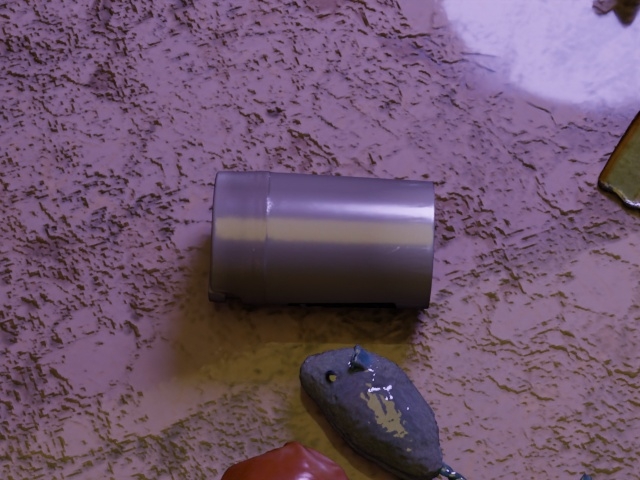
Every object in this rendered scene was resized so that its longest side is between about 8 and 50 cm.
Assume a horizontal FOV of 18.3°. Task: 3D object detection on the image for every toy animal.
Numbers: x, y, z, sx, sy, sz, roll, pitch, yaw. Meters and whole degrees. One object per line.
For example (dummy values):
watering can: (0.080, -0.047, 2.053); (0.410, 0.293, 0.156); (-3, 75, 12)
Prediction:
toy animal: (0.093, 0.163, 1.589); (0.253, 0.070, 0.079); (30, 90, 6)

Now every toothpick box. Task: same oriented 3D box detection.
toothpick box: (0.000, 0.000, 1.618); (0.181, 0.111, 0.111); (2, 71, 0)

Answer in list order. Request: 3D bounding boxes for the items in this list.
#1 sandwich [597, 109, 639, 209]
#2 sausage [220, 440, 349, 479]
sandwich: (0.325, -0.104, 1.619); (0.117, 0.187, 0.144); (35, 69, 12)
sausage: (-0.048, 0.282, 1.516); (0.133, 0.133, 0.258); (19, 70, 6)
